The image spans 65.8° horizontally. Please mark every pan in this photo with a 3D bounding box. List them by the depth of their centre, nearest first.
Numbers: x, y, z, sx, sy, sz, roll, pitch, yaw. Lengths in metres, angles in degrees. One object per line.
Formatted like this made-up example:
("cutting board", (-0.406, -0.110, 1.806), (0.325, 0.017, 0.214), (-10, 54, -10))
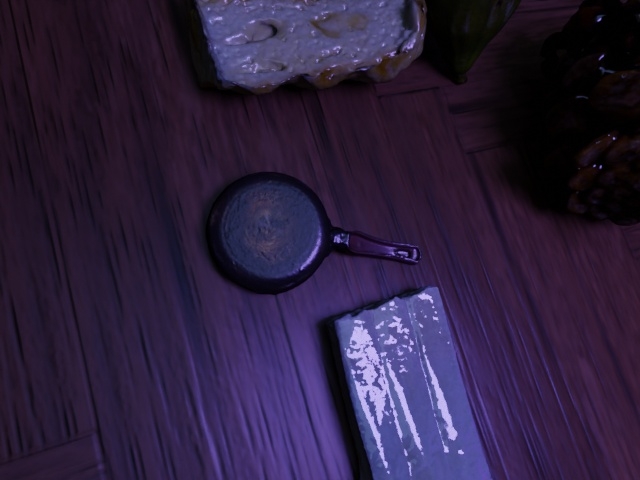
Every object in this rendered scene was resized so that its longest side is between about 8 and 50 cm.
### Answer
("pan", (0.001, 0.000, 0.461), (0.212, 0.040, 0.114), (9, 79, -12))

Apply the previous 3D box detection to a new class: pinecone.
("pinecone", (0.338, -0.136, 0.496), (0.224, 0.224, 0.272), (14, 60, -11))

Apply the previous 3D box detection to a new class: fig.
("fig", (0.146, -0.240, 0.500), (0.117, 0.177, 0.117), (-1, 35, 1))

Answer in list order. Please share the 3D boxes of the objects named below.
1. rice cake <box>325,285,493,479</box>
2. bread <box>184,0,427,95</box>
("rice cake", (0.081, 0.156, 0.440), (0.124, 0.038, 0.211), (-15, 80, -19))
("bread", (-0.011, -0.200, 0.490), (0.232, 0.088, 0.128), (-12, 70, -11))
